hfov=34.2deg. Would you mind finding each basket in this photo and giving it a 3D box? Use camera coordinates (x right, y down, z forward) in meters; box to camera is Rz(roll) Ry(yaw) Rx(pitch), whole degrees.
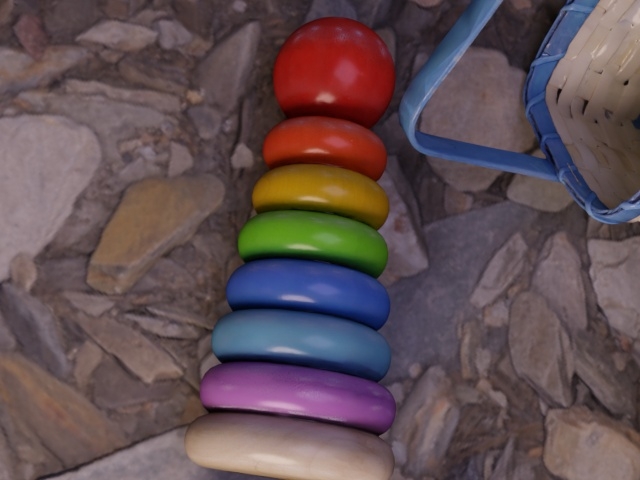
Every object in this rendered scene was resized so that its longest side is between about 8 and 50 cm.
[{"bbox_3d":[0.226,-0.136,0.748,0.289,0.254,0.201,12,38,-34],"label":"basket"}]

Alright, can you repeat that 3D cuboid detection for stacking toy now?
[{"bbox_3d":[0.000,0.000,0.730,0.141,0.141,0.330,13,75,-16],"label":"stacking toy"}]
